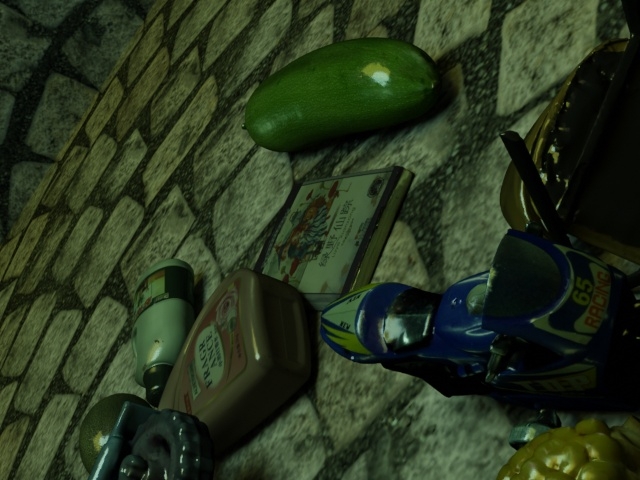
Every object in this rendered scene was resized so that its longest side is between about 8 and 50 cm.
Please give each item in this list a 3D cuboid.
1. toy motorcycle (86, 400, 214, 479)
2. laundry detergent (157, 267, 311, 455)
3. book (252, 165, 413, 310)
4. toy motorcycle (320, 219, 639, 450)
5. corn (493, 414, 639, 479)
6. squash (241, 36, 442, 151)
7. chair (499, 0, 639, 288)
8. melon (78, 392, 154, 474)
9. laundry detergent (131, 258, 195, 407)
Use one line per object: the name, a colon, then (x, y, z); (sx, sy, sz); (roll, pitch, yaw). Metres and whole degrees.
toy motorcycle: (-0.226, 0.345, 0.955); (0.232, 0.172, 0.416); (12, 82, 57)
laundry detergent: (-0.107, 0.133, 1.072); (0.237, 0.076, 0.171); (-44, 39, 35)
book: (-0.001, 0.000, 1.094); (0.231, 0.026, 0.157); (-5, 58, 60)
toy motorcycle: (0.119, 0.059, 0.641); (0.315, 0.169, 0.113); (-12, 53, 56)
corn: (0.082, 0.253, 0.549); (0.363, 0.120, 0.120); (-56, 25, -1)
squash: (0.004, -0.165, 1.175); (0.395, 0.107, 0.107); (-5, 58, 61)
chair: (0.200, -0.064, 0.655); (0.158, 0.172, 0.247); (-65, -18, -12)
melon: (-0.229, 0.229, 1.176); (0.098, 0.098, 0.130); (-51, 18, 16)
laundry detergent: (-0.196, 0.121, 1.268); (0.099, 0.070, 0.225); (-40, 31, 19)
